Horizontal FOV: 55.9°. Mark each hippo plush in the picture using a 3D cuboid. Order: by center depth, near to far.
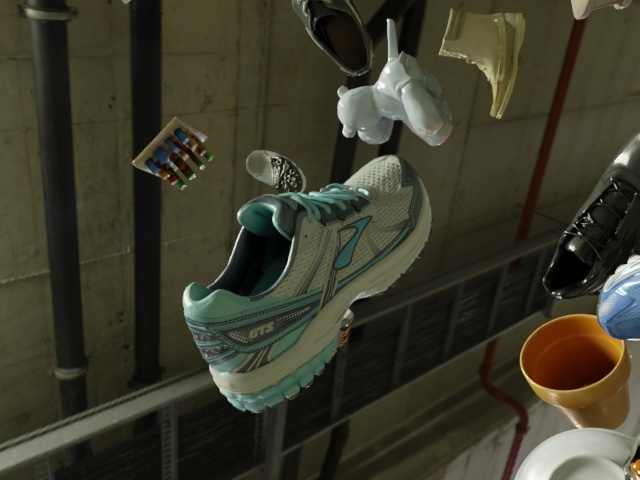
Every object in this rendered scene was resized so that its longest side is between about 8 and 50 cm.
[{"bbox_3d":[0.163,-0.311,1.457,0.236,0.234,0.294,-26,-30,25],"label":"hippo plush"}]

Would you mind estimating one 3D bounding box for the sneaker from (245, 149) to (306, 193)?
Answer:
[{"bbox_3d":[-0.094,-0.164,1.436,0.086,0.237,0.085,5,-74,-36],"label":"sneaker"}]

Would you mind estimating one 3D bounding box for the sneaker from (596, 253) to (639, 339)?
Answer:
[{"bbox_3d":[0.421,0.081,0.570,0.130,0.330,0.147,39,-117,-27],"label":"sneaker"}]

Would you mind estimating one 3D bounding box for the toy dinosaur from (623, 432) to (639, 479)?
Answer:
[{"bbox_3d":[0.455,0.319,0.697,0.164,0.218,0.322,30,-109,-33],"label":"toy dinosaur"}]

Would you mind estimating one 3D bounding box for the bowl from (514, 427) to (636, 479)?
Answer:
[{"bbox_3d":[0.447,0.435,0.980,0.298,0.298,0.134,-50,-43,-10],"label":"bowl"}]

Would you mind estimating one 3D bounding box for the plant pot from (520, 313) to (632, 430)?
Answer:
[{"bbox_3d":[0.547,0.290,1.249,0.205,0.205,0.188,-43,-62,-18],"label":"plant pot"}]

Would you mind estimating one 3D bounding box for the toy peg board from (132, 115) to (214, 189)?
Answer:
[{"bbox_3d":[-0.356,-0.208,1.519,0.161,0.079,0.160,-45,-14,6],"label":"toy peg board"}]

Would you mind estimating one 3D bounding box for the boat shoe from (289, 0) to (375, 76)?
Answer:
[{"bbox_3d":[0.004,-0.341,0.867,0.084,0.079,0.233,-30,-73,21],"label":"boat shoe"}]

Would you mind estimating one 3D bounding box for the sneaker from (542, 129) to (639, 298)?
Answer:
[{"bbox_3d":[0.408,-0.024,0.842,0.130,0.109,0.286,-14,-49,-37],"label":"sneaker"}]

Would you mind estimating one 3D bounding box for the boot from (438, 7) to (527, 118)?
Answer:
[{"bbox_3d":[0.403,-0.453,1.544,0.095,0.203,0.262,-53,-29,-75],"label":"boot"}]

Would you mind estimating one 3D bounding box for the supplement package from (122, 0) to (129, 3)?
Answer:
[{"bbox_3d":[-0.310,-0.486,0.859,0.149,0.203,0.194,-38,-84,2],"label":"supplement package"}]

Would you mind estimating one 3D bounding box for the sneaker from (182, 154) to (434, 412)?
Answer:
[{"bbox_3d":[0.000,0.000,0.506,0.283,0.110,0.122,-51,-54,-34],"label":"sneaker"}]

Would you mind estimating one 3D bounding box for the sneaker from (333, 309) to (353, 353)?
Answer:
[{"bbox_3d":[0.053,0.282,1.857,0.084,0.083,0.215,-41,-7,-42],"label":"sneaker"}]

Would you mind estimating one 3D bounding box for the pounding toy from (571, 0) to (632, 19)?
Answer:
[{"bbox_3d":[0.337,-0.446,0.849,0.154,0.154,0.270,-16,-90,-3],"label":"pounding toy"}]

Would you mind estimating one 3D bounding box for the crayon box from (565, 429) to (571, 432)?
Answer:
[{"bbox_3d":[0.502,0.574,1.230,0.083,0.203,0.323,-27,-34,-57],"label":"crayon box"}]
